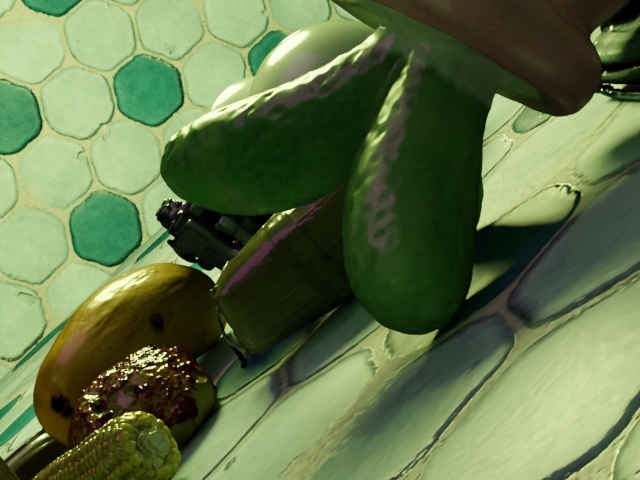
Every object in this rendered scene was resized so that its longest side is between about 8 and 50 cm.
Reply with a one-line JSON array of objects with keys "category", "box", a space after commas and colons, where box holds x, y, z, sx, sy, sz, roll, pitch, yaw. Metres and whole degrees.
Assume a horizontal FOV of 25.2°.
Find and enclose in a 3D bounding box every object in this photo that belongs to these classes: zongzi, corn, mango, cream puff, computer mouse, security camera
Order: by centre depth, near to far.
[{"category": "corn", "box": [-0.186, 0.197, 1.129, 0.203, 0.072, 0.072, -36, 10, 35]}, {"category": "zongzi", "box": [-0.001, 0.003, 1.215, 0.205, 0.094, 0.204, -40, 5, 12]}, {"category": "cream puff", "box": [-0.156, 0.144, 1.216, 0.149, 0.084, 0.149, -42, 10, 9]}, {"category": "mango", "box": [-0.183, 0.103, 1.381, 0.262, 0.109, 0.157, -43, -34, -55]}, {"category": "computer mouse", "box": [-0.306, 0.249, 1.419, 0.126, 0.056, 0.245, -43, -2, -26]}, {"category": "security camera", "box": [0.001, -0.116, 1.451, 0.236, 0.194, 0.194, -37, 9, 48]}]

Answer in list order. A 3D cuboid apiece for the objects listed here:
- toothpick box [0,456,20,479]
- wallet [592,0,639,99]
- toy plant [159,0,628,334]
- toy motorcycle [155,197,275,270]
[{"category": "toothpick box", "box": [-0.383, 0.299, 1.163, 0.190, 0.187, 0.308, -34, 8, 46]}, {"category": "wallet", "box": [0.331, -0.232, 0.995, 0.342, 0.075, 0.237, -42, 6, 1]}, {"category": "toy plant", "box": [0.067, -0.136, 0.996, 0.317, 0.210, 0.356, 33, 100, 46]}, {"category": "toy motorcycle", "box": [-0.070, -0.005, 1.358, 0.106, 0.159, 0.270, -60, 9, -15]}]
